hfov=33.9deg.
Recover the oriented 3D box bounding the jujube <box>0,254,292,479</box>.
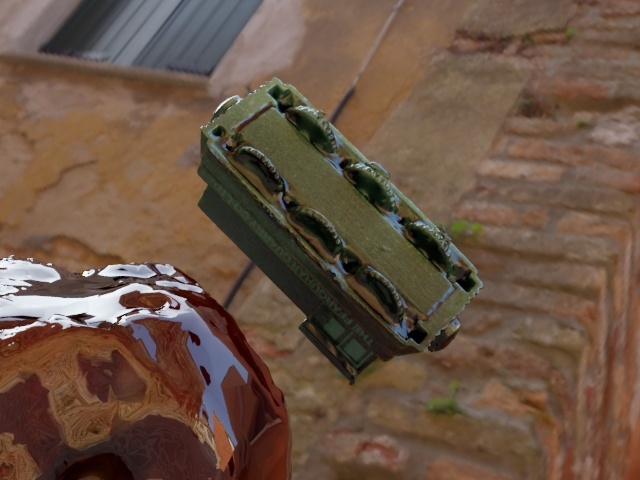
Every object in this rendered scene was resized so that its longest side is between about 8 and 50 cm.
[{"bbox_3d":[-0.164,0.131,0.706,0.276,0.276,0.377,34,-14,-8],"label":"jujube"}]

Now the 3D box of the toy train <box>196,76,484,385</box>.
[{"bbox_3d":[0.000,0.000,1.071,0.330,0.138,0.178,45,-35,5],"label":"toy train"}]
